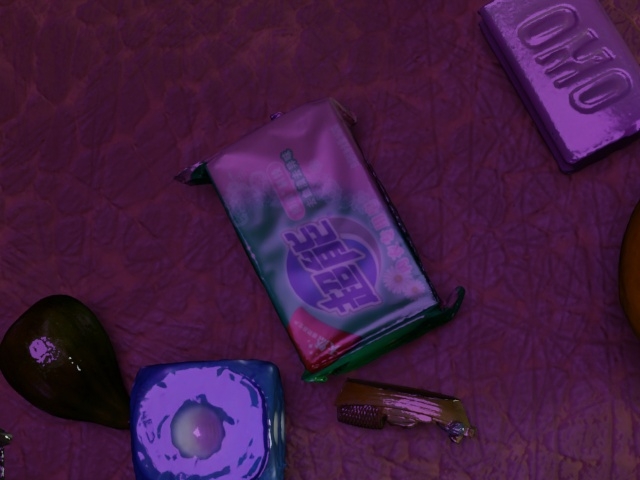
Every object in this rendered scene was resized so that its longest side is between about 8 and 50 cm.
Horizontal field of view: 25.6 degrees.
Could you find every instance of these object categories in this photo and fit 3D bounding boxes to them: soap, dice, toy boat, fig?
[{"bbox_3d":[0.001,0.000,1.473,0.218,0.098,0.273,-28,74,7],"label":"soap"},{"bbox_3d":[-0.109,0.191,1.422,0.146,0.146,0.143,-3,80,6],"label":"dice"},{"bbox_3d":[0.265,-0.183,1.493,0.122,0.065,0.203,-29,76,0],"label":"soap"},{"bbox_3d":[0.088,0.177,1.452,0.149,0.047,0.049,9,93,11],"label":"toy boat"},{"bbox_3d":[-0.258,0.146,1.480,0.117,0.117,0.177,-39,99,-2],"label":"fig"}]

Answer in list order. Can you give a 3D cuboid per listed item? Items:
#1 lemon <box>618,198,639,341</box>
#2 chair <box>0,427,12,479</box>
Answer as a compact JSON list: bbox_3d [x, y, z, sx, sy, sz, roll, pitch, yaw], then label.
[{"bbox_3d":[0.430,0.021,1.324,0.297,0.297,0.297,-1,78,7],"label":"lemon"},{"bbox_3d":[-0.175,0.412,1.193,0.364,0.362,0.410,15,71,-14],"label":"chair"}]
